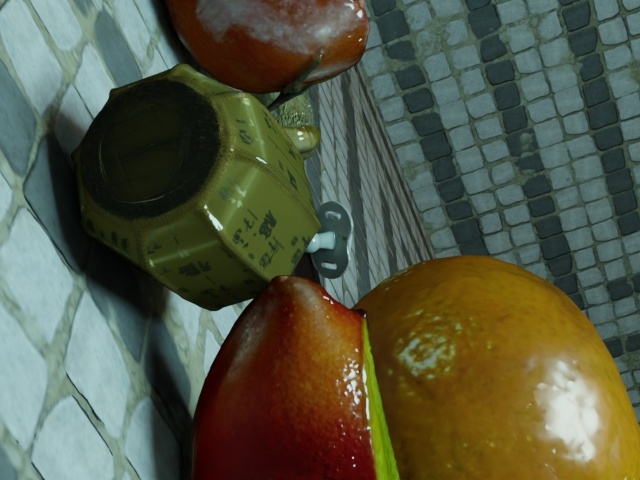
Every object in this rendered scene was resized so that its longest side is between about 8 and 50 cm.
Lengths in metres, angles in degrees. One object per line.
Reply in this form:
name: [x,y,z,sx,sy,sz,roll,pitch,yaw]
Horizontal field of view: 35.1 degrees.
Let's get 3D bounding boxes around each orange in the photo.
orange: [0.148,0.228,1.043,0.424,0.326,0.424,165,-90,-87]

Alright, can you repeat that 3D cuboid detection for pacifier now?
pacifier: [0.000,0.000,1.276,0.078,0.081,0.099,-6,102,-47]

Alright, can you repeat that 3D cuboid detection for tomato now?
tomato: [-0.093,-0.279,1.106,0.309,0.170,0.309,44,-30,35]

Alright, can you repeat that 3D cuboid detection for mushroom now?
mushroom: [-0.071,-0.259,1.388,0.123,0.094,0.351,94,-14,-62]

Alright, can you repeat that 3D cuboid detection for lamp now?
lamp: [-0.089,-0.035,0.758,0.185,0.161,0.161,48,26,-68]

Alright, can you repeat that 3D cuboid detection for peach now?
peach: [-0.017,0.167,0.742,0.154,0.158,0.268,-96,175,-67]

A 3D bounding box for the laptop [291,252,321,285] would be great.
laptop: [-0.035,0.009,1.291,0.154,0.026,0.207,53,22,-65]
